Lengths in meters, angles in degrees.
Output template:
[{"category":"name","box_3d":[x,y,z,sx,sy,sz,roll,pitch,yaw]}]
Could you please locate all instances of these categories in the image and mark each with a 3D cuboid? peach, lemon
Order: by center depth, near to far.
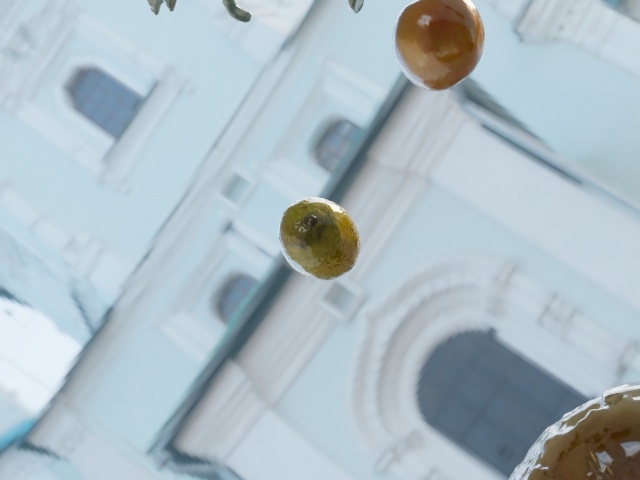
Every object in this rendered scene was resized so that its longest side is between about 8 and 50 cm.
[{"category":"lemon","box_3d":[0.000,0.000,1.650,0.082,0.082,0.110,-51,-40,-7]},{"category":"peach","box_3d":[0.160,-0.269,2.114,0.138,0.138,0.138,-33,-39,-31]}]

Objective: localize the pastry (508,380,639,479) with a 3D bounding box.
[{"category":"pastry","box_3d":[0.366,0.342,1.593,0.409,0.409,0.245,-56,-18,1]}]

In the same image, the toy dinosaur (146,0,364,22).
[{"category":"toy dinosaur","box_3d":[-0.020,-0.330,1.516,0.393,0.205,0.092,-56,-9,31]}]
